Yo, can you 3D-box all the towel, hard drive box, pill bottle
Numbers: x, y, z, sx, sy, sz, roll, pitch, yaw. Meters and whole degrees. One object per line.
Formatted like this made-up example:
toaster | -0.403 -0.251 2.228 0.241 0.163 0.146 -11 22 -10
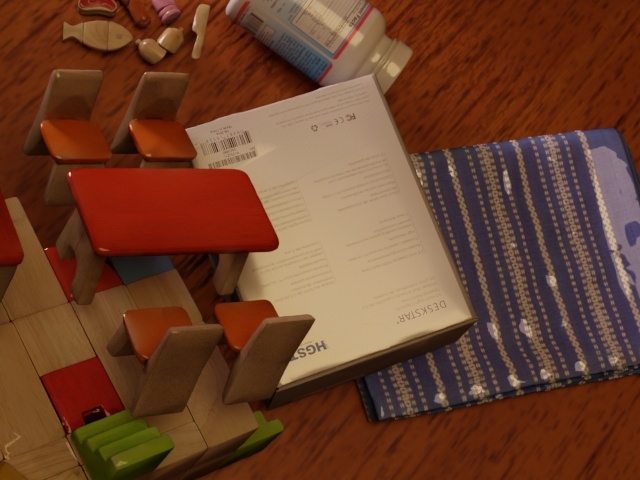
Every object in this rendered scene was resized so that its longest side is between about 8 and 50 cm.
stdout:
towel | 0.170 0.023 1.258 0.336 0.040 0.243 -9 75 -21
hard drive box | 0.000 0.000 1.155 0.181 0.089 0.232 -18 76 -13
pill bottle | 0.001 -0.193 1.241 0.160 0.087 0.087 36 65 -6

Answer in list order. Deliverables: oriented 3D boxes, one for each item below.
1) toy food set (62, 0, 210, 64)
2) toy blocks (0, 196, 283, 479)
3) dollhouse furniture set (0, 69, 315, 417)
toy food set | -0.164 -0.195 1.223 0.122 0.019 0.078 12 69 -7
toy blocks | -0.237 0.092 1.031 0.381 0.191 0.261 -18 71 -34
dollhouse furniture set | -0.151 -0.020 0.975 0.259 0.135 0.262 -3 50 -34
